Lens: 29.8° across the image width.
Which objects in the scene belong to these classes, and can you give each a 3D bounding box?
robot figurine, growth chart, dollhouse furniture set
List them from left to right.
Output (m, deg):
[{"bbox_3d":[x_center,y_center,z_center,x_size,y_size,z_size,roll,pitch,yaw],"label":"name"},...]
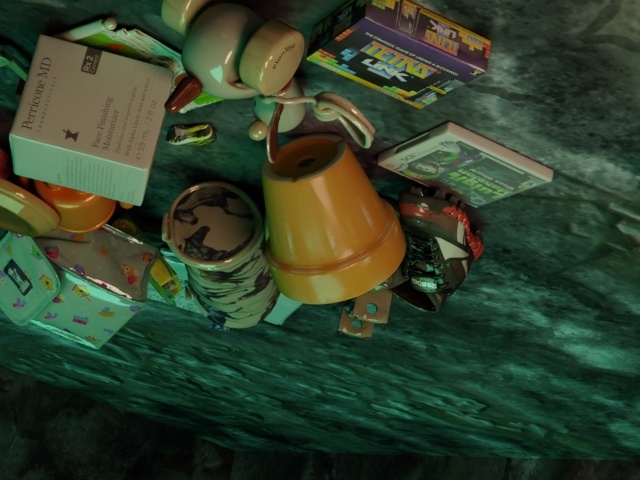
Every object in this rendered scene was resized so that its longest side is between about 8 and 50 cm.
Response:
[{"bbox_3d":[-0.394,-0.086,1.950,0.158,0.128,0.219,-29,166,-14],"label":"robot figurine"},{"bbox_3d":[-0.237,-0.233,1.619,0.237,0.021,0.172,25,157,-32],"label":"growth chart"},{"bbox_3d":[0.029,0.089,2.204,0.184,0.129,0.129,14,160,-7],"label":"dollhouse furniture set"}]

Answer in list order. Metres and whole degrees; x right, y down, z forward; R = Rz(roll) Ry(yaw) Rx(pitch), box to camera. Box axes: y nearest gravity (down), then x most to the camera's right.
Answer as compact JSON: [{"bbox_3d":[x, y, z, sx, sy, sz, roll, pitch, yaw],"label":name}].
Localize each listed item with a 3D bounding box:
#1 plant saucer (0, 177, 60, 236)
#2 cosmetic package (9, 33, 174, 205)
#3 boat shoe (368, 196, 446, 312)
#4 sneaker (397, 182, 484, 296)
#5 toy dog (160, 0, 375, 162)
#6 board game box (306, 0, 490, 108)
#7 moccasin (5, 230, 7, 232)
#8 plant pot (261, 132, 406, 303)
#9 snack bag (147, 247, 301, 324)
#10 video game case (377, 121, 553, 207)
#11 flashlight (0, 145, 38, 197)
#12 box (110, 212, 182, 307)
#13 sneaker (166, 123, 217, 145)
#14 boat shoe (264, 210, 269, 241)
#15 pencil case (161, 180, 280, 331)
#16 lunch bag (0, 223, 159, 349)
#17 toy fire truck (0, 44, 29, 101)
[{"bbox_3d":[-0.509,-0.057,1.900,0.200,0.037,0.200,19,162,7],"label":"plant saucer"},{"bbox_3d":[-0.305,-0.157,1.610,0.184,0.151,0.151,14,161,-8],"label":"cosmetic package"},{"bbox_3d":[0.104,0.023,1.977,0.355,0.130,0.132,25,156,-35],"label":"boat shoe"},{"bbox_3d":[0.175,0.008,1.864,0.098,0.135,0.276,19,167,26],"label":"sneaker"},{"bbox_3d":[-0.099,-0.176,1.445,0.220,0.161,0.333,35,173,38],"label":"toy dog"},{"bbox_3d":[0.091,-0.224,1.423,0.170,0.048,0.141,20,160,-24],"label":"board game box"},{"bbox_3d":[-0.482,0.019,2.301,0.138,0.117,0.342,-6,154,39],"label":"moccasin"},{"bbox_3d":[0.002,-0.044,1.740,0.205,0.205,0.188,0,128,28],"label":"plant pot"},{"bbox_3d":[-0.201,0.109,2.524,0.342,0.037,0.323,15,160,-12],"label":"snack bag"},{"bbox_3d":[0.206,-0.105,1.731,0.190,0.022,0.173,21,159,-26],"label":"video game case"},{"bbox_3d":[-0.547,-0.138,1.929,0.103,0.103,0.304,2,157,23],"label":"flashlight"},{"bbox_3d":[-0.315,0.041,2.236,0.179,0.043,0.105,51,167,14],"label":"box"},{"bbox_3d":[-0.192,-0.153,1.798,0.083,0.031,0.035,0,158,29],"label":"sneaker"},{"bbox_3d":[0.000,0.000,2.035,0.089,0.104,0.285,-5,165,28],"label":"boat shoe"},{"bbox_3d":[-0.172,0.034,2.109,0.183,0.160,0.410,-14,160,-3],"label":"pencil case"},{"bbox_3d":[-0.452,0.059,2.120,0.262,0.160,0.223,25,142,-23],"label":"lunch bag"},{"bbox_3d":[-0.465,-0.250,1.654,0.135,0.047,0.192,8,159,8],"label":"toy fire truck"}]
